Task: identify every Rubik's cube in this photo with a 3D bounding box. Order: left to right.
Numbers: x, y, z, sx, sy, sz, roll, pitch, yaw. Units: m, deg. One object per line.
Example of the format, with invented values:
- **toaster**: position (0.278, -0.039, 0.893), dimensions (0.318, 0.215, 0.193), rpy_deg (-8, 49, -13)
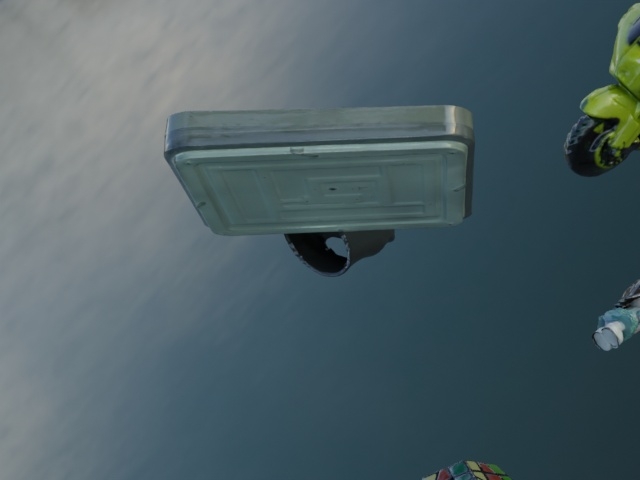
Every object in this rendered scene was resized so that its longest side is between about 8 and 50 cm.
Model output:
- **Rubik's cube**: position (0.130, 0.244, 1.291), dimensions (0.093, 0.111, 0.111), rpy_deg (6, 48, 15)

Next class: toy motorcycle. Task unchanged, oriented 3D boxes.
- **toy motorcycle**: position (0.412, -0.171, 1.566), dimensions (0.142, 0.342, 0.206), rpy_deg (61, 147, 35)

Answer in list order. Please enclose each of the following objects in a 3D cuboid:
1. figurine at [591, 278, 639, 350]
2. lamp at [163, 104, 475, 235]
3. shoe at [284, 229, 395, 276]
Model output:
- **figurine**: position (0.323, 0.079, 1.559), dimensions (0.106, 0.047, 0.060), rpy_deg (-35, -20, -35)
- **lamp**: position (0.007, -0.061, 1.375), dimensions (0.269, 0.267, 0.047), rpy_deg (71, -163, -74)
- **shoe**: position (0.000, 0.000, 1.991), dimensions (0.108, 0.241, 0.093), rpy_deg (0, 80, 37)
